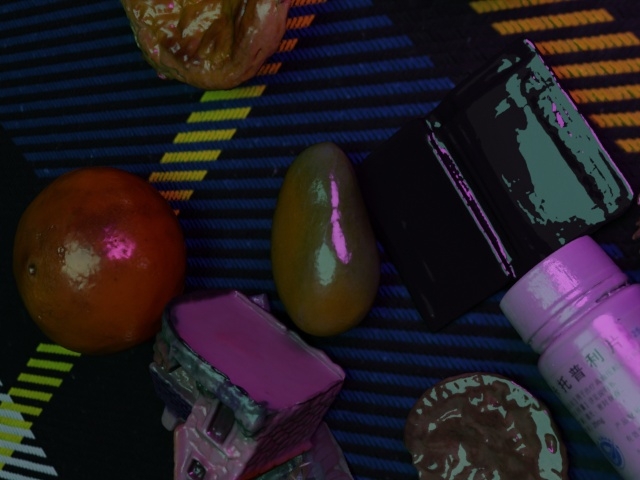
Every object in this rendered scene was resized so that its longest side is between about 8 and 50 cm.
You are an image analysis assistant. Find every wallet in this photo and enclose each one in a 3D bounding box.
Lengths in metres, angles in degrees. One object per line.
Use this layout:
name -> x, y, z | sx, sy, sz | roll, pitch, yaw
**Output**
wallet -> 0.189, -0.064, 1.110 | 0.323, 0.041, 0.247 | -38, 72, 34

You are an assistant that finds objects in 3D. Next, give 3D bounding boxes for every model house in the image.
model house -> -0.139, 0.227, 1.241 | 0.237, 0.202, 0.237 | 35, 115, 20

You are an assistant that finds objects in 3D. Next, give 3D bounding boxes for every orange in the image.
orange -> -0.332, 0.032, 1.369 | 0.283, 0.226, 0.284 | 2, 93, 44

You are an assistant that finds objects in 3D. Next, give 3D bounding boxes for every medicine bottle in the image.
medicine bottle -> 0.317, 0.130, 0.970 | 0.152, 0.152, 0.254 | -49, 68, 27

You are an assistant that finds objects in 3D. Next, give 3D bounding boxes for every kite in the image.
kite -> 0.030, 0.419, 1.271 | 0.360, 0.022, 0.204 | 50, 119, 26

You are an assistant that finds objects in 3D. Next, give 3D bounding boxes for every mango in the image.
mango -> 0.000, 0.000, 1.197 | 0.156, 0.114, 0.251 | -8, 94, 50

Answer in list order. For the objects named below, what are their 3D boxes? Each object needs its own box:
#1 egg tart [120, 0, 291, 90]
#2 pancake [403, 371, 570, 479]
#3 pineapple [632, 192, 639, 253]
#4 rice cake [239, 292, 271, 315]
egg tart -> -0.145, -0.373, 1.250 | 0.341, 0.129, 0.341 | 13, 114, 32
pancake -> 0.206, 0.278, 1.125 | 0.222, 0.042, 0.236 | -41, 74, 25
pineapple -> 0.370, 0.046, 0.860 | 0.157, 0.158, 0.279 | -11, 49, 35
rice cake -> -0.150, 0.103, 1.365 | 0.180, 0.030, 0.042 | -12, 91, 35
